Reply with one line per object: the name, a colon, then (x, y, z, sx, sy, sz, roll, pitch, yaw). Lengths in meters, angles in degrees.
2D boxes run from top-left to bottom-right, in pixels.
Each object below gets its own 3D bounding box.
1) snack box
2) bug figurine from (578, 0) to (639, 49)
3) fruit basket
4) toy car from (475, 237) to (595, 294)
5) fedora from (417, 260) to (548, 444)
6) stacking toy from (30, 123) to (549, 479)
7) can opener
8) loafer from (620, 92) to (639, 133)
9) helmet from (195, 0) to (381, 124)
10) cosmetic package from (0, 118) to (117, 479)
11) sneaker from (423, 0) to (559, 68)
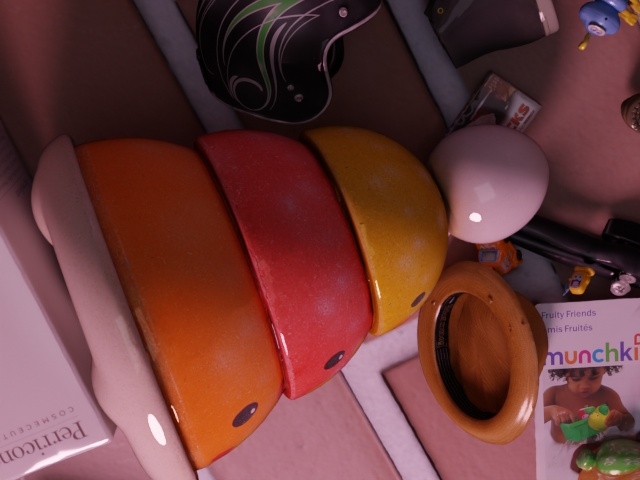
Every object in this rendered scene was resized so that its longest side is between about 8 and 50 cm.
snack box: (0.151, -0.085, 1.255, 0.064, 0.022, 0.178, 32, 104, -9)
bug figurine: (0.389, -0.241, 1.176, 0.279, 0.072, 0.216, 25, 96, -8)
fruit basket: (0.394, 0.233, 1.287, 0.327, 0.165, 0.353, -2, 104, -1)
toy car: (0.217, 0.024, 1.250, 0.122, 0.040, 0.060, 12, 149, 28)
fedora: (0.183, 0.113, 1.267, 0.079, 0.194, 0.194, -10, 110, -34)
stacking toy: (0.000, 0.000, 1.149, 0.480, 0.350, 0.350, -20, 107, -7)
can opener: (0.273, 0.008, 1.277, 0.186, 0.073, 0.059, 14, 145, -2)
loafer: (0.371, -0.124, 1.237, 0.148, 0.050, 0.056, 15, 109, -22)
helmet: (-0.032, -0.209, 1.143, 0.169, 0.169, 0.161, 10, 119, -4)
cosmetic package: (-0.393, 0.020, 1.203, 0.230, 0.161, 0.453, -23, 107, 6)
sneaker: (0.140, -0.279, 1.165, 0.118, 0.083, 0.222, -24, 107, 6)
